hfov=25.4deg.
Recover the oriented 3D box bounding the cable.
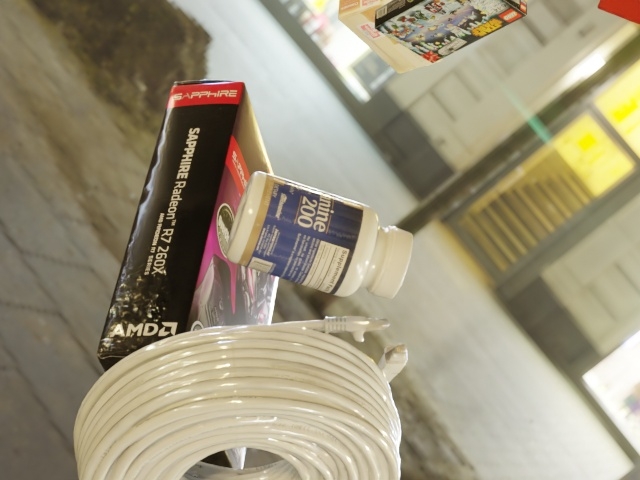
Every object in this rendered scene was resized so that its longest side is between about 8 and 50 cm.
[{"bbox_3d":[-0.063,0.170,1.111,0.089,0.257,0.257,-101,-166,-45],"label":"cable"}]

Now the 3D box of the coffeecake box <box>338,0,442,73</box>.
[{"bbox_3d":[0.090,-0.325,1.761,0.142,0.068,0.185,34,50,-47],"label":"coffeecake box"}]

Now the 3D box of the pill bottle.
[{"bbox_3d":[0.000,0.000,0.987,0.120,0.067,0.067,18,15,-8],"label":"pill bottle"}]

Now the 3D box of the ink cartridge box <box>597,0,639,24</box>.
[{"bbox_3d":[0.389,-0.208,1.374,0.232,0.066,0.189,18,-19,5],"label":"ink cartridge box"}]

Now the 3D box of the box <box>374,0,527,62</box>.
[{"bbox_3d":[0.138,-0.242,1.509,0.094,0.137,0.027,24,57,-36],"label":"box"}]

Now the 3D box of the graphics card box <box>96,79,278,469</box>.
[{"bbox_3d":[-0.121,0.039,1.485,0.232,0.094,0.371,74,20,-46],"label":"graphics card box"}]
